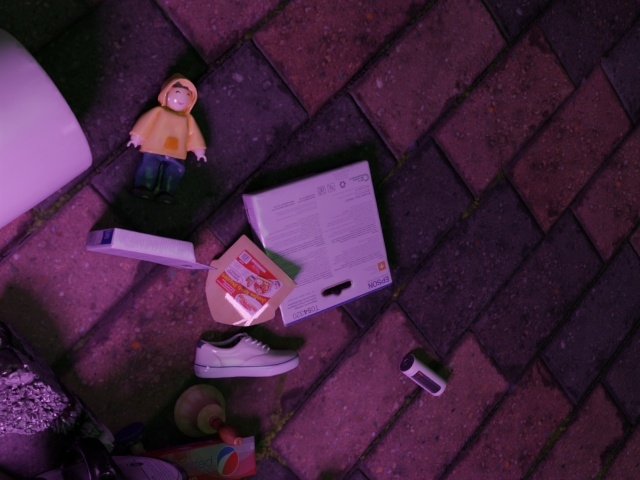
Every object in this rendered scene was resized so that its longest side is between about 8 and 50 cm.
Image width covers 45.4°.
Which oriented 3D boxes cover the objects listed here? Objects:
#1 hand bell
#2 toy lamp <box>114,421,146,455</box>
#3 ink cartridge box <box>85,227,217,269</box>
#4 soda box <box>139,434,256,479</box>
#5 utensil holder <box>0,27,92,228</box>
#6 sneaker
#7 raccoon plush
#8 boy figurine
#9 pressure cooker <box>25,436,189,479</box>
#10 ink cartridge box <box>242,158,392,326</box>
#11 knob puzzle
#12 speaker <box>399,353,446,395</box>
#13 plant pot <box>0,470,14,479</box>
[{"bbox_3d":[-0.224,0.402,1.676,0.126,0.242,0.126,-2,94,-28],"label":"hand bell"},{"bbox_3d":[-0.368,0.537,1.704,0.080,0.080,0.274,-28,104,-24],"label":"toy lamp"},{"bbox_3d":[-0.350,0.018,1.590,0.224,0.223,0.045,14,81,-29],"label":"ink cartridge box"},{"bbox_3d":[-0.267,0.495,1.701,0.263,0.083,0.092,2,82,-47],"label":"soda box"},{"bbox_3d":[-0.656,-0.154,1.357,0.385,0.328,0.327,-40,111,-22],"label":"utensil holder"},{"bbox_3d":[-0.165,0.263,1.781,0.258,0.094,0.091,-1,99,-28],"label":"sneaker"},{"bbox_3d":[-0.641,0.366,1.481,0.299,0.216,0.446,-40,111,-12],"label":"raccoon plush"},{"bbox_3d":[-0.323,-0.220,1.664,0.177,0.092,0.285,16,89,-26],"label":"boy figurine"},{"bbox_3d":[-0.403,0.581,1.411,0.375,0.370,0.420,-19,106,-70],"label":"pressure cooker"},{"bbox_3d":[0.000,0.000,1.868,0.324,0.071,0.330,-19,106,-26],"label":"ink cartridge box"},{"bbox_3d":[-0.179,0.112,1.772,0.213,0.030,0.213,0,97,1],"label":"knob puzzle"},{"bbox_3d":[0.274,0.360,2.050,0.136,0.055,0.055,39,75,-25],"label":"speaker"},{"bbox_3d":[-0.689,0.598,1.469,0.284,0.191,0.284,-2,95,-29],"label":"plant pot"}]
